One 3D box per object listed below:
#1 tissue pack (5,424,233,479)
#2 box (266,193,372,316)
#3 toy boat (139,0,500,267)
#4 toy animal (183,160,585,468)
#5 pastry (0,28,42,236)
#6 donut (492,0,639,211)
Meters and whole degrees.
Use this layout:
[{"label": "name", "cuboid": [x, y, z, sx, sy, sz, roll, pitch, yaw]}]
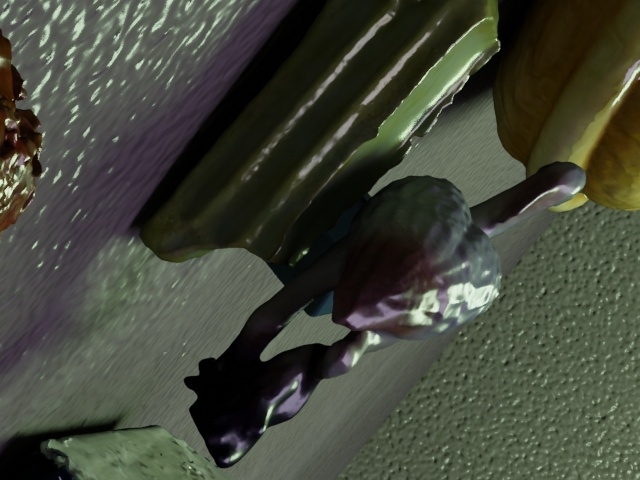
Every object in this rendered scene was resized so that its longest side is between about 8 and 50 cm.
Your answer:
[{"label": "tissue pack", "cuboid": [-0.175, 0.342, 1.186, 0.416, 0.253, 0.264, -52, 171, 6]}, {"label": "box", "cuboid": [0.000, 0.000, 1.181, 0.054, 0.099, 0.074, -14, 146, -48]}, {"label": "toy boat", "cuboid": [0.019, -0.083, 0.989, 0.276, 0.084, 0.111, -51, 171, 6]}, {"label": "toy animal", "cuboid": [0.056, 0.010, 1.055, 0.324, 0.090, 0.195, -33, -179, -25]}, {"label": "pastry", "cuboid": [-0.134, -0.023, 0.598, 0.087, 0.063, 0.169, -55, 168, 11]}, {"label": "donut", "cuboid": [0.310, -0.199, 1.506, 0.449, 0.198, 0.449, -48, 169, -13]}]
